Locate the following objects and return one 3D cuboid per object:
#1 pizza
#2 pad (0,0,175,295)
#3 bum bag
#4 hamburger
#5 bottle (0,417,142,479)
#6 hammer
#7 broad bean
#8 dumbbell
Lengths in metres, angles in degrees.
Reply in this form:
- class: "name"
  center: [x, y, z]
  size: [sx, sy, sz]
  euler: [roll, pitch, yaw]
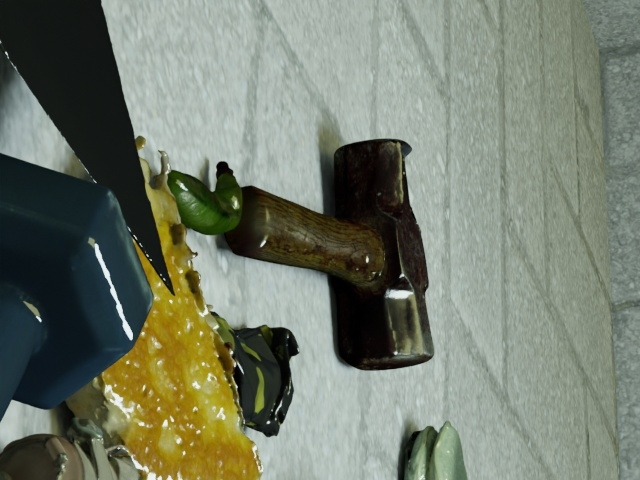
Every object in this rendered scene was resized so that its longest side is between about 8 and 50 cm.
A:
- class: "pizza"
  center: [-0.131, 0.069, 1.250]
  size: [0.189, 0.071, 0.297]
  euler: [-10, 88, -58]
- class: "pad"
  center: [-0.175, -0.164, 1.113]
  size: [0.247, 0.007, 0.367]
  euler: [62, 8, -49]
- class: "bum bag"
  center: [-0.068, 0.111, 1.440]
  size: [0.232, 0.060, 0.106]
  euler: [22, 53, -72]
- class: "hamburger"
  center: [0.136, 0.283, 2.007]
  size: [0.133, 0.062, 0.140]
  euler: [69, 20, -47]
- class: "bottle"
  center: [-0.157, 0.171, 1.085]
  size: [0.152, 0.099, 0.099]
  euler: [54, 33, -51]
- class: "hammer"
  center: [0.000, 0.000, 1.696]
  size: [0.409, 0.095, 0.242]
  euler: [15, 68, -65]
- class: "broad bean"
  center: [-0.100, -0.032, 1.425]
  size: [0.195, 0.046, 0.061]
  euler: [-26, 95, -76]
- class: "dumbbell"
  center: [-0.198, 0.089, 0.904]
  size: [0.316, 0.144, 0.156]
  euler: [-71, 149, -55]
